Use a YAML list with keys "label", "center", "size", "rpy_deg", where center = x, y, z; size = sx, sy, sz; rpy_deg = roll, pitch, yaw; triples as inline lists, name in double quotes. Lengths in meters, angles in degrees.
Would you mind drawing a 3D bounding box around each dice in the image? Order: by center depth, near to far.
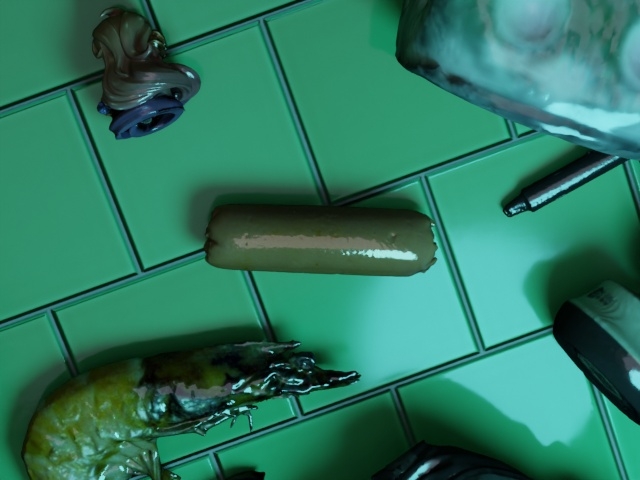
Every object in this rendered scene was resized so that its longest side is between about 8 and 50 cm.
- label: "dice"
  center: [0.284, -0.293, 1.498]
  size: [0.328, 0.330, 0.348]
  rpy_deg: [19, 98, -6]

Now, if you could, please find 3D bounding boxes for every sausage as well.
- label: "sausage"
  center: [0.001, -0.001, 1.667]
  size: [0.289, 0.086, 0.086]
  rpy_deg: [2, 101, -3]

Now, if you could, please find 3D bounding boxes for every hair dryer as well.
- label: "hair dryer"
  center: [0.346, -0.079, 1.684]
  size: [0.248, 0.070, 0.114]
  rpy_deg: [-31, 102, 7]

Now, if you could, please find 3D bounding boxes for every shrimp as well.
- label: "shrimp"
  center: [-0.153, 0.256, 1.714]
  size: [0.445, 0.085, 0.272]
  rpy_deg: [-18, 107, 3]

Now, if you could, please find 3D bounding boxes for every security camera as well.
- label: "security camera"
  center: [0.442, 0.079, 1.663]
  size: [0.277, 0.197, 0.191]
  rpy_deg: [-42, 110, -2]

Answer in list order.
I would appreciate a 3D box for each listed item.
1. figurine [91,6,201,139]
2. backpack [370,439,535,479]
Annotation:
- label: "figurine"
  center: [-0.212, -0.201, 1.598]
  size: [0.126, 0.114, 0.157]
  rpy_deg: [-16, 101, -16]
- label: "backpack"
  center: [0.215, 0.435, 1.689]
  size: [0.363, 0.255, 0.445]
  rpy_deg: [-46, 115, 7]
